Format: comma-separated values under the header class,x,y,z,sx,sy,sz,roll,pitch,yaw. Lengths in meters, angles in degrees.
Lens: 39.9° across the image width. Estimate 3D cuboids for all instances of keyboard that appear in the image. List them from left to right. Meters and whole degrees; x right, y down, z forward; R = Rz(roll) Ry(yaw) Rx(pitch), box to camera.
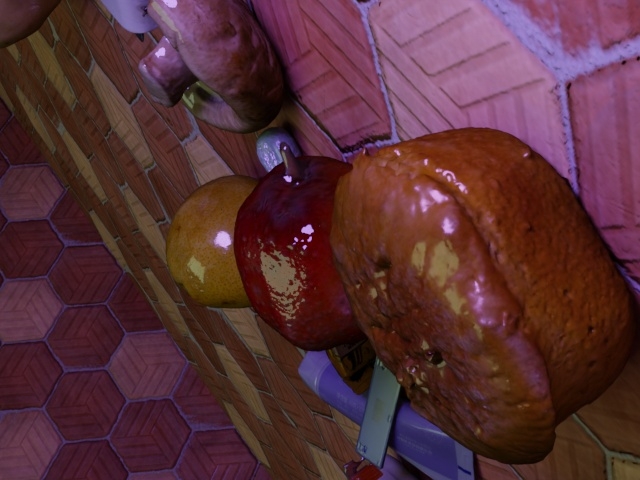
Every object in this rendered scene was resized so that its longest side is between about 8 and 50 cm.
class,x,y,z,sx,sy,sz,roll,pitch,yaw
keyboard,0.090,0.254,1.318,0.055,0.014,0.176,29,117,42

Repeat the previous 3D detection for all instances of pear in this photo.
class,x,y,z,sx,sy,sz,roll,pitch,yaw
pear,-0.135,0.010,1.341,0.209,0.209,0.209,49,159,25

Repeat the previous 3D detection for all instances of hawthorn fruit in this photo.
class,x,y,z,sx,sy,sz,roll,pitch,yaw
hawthorn fruit,0.000,0.000,1.006,0.215,0.215,0.249,29,137,55

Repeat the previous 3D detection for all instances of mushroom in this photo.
class,x,y,z,sx,sy,sz,roll,pitch,yaw
mushroom,-0.115,-0.203,1.058,0.151,0.156,0.285,42,170,10

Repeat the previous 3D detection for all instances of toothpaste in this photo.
class,x,y,z,sx,sy,sz,roll,pitch,yaw
toothpaste,0.100,0.274,1.370,0.371,0.080,0.125,29,135,48

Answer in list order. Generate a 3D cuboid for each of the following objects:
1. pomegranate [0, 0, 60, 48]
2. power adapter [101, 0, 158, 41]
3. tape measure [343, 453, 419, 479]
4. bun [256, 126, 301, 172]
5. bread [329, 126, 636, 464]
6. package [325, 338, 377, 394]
class,x,y,z,sx,sy,sz,roll,pitch,yaw
pomegranate,-0.618,-0.510,1.562,0.332,0.333,0.332,49,159,25
power adapter,-0.215,-0.335,1.105,0.125,0.130,0.205,49,161,23
tape measure,0.172,0.501,1.469,0.265,0.130,0.258,59,165,-22
bun,-0.052,-0.116,1.174,0.083,0.045,0.083,45,155,28
bread,0.133,0.049,0.793,0.312,0.172,0.312,53,160,28
package,0.048,0.160,1.321,0.047,0.071,0.131,23,143,50
